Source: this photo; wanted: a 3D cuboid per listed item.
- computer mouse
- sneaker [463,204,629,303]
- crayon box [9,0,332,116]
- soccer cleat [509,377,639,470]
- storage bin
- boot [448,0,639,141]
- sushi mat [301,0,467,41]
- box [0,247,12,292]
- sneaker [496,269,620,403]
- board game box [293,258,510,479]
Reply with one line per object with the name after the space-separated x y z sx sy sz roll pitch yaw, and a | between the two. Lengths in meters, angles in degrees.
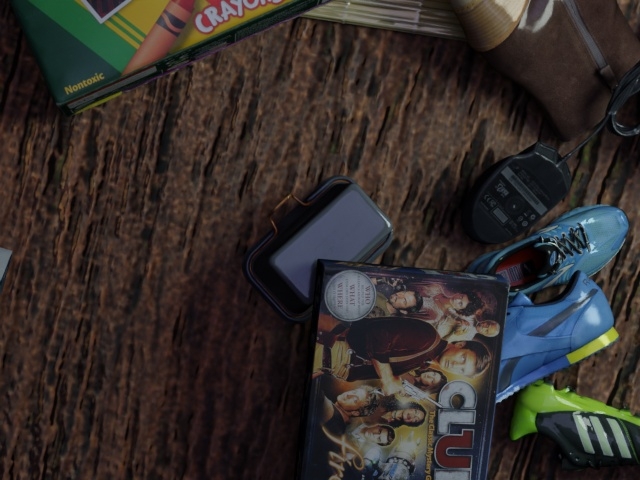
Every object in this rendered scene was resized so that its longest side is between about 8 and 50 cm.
0.223 -0.086 1.791 0.242 0.041 0.071 -40 114 5 | computer mouse
0.211 0.017 1.790 0.162 0.073 0.063 -27 90 -9 | sneaker
-0.126 -0.325 1.732 0.363 0.106 0.313 -24 89 -3 | crayon box
0.258 0.183 1.798 0.179 0.060 0.072 21 93 0 | soccer cleat
0.000 0.000 1.754 0.135 0.091 0.098 -42 92 -9 | storage bin
0.237 -0.241 1.808 0.248 0.090 0.207 -50 116 -12 | boot
0.030 -0.273 1.812 0.317 0.019 0.151 8 86 -7 | sushi mat
-0.388 0.025 1.665 0.233 0.159 0.044 16 112 -6 | box
0.162 0.098 1.773 0.209 0.069 0.082 -28 95 -1 | sneaker
0.067 0.144 1.707 0.165 0.042 0.243 5 97 -9 | board game box
